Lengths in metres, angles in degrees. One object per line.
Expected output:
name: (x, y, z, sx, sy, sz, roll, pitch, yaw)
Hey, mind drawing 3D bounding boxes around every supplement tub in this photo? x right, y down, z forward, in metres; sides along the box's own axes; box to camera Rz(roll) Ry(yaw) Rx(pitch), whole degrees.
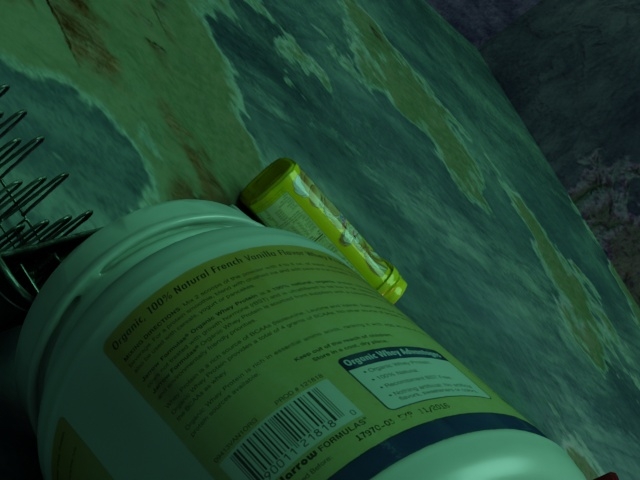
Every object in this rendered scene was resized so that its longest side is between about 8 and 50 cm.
supplement tub: (-0.021, 0.131, 0.876, 0.228, 0.228, 0.316, 37, 3, -46)

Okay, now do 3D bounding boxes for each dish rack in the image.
dish rack: (-0.246, -0.060, 1.029, 0.271, 0.074, 0.208, 55, 15, 4)

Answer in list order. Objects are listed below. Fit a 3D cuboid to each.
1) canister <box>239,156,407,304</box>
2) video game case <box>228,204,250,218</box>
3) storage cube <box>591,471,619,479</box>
canister: (0.000, 0.000, 1.570, 0.170, 0.073, 0.126, 48, -2, -13)
video game case: (-0.012, 0.050, 1.448, 0.173, 0.022, 0.190, 47, -4, -21)
storage cube: (0.182, 0.324, 1.169, 0.193, 0.184, 0.215, -88, 156, -69)
